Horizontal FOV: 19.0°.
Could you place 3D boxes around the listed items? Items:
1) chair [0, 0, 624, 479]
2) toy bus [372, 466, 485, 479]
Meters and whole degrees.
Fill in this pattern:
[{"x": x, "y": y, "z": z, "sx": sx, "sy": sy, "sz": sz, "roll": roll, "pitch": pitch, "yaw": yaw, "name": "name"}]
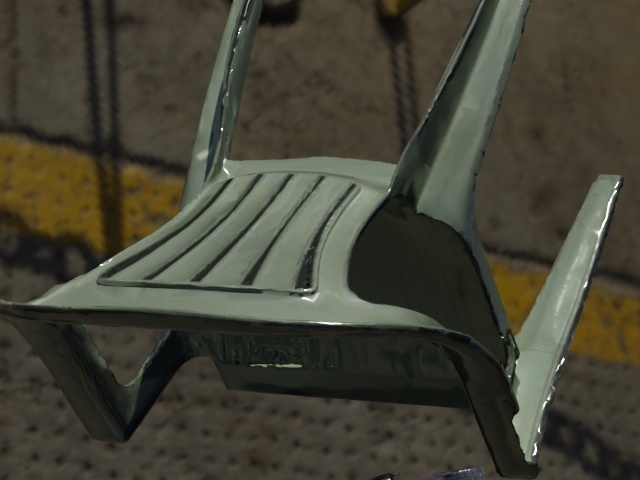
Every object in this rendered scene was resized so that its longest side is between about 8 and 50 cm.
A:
[{"x": 0.000, "y": 0.000, "z": 0.809, "sx": 0.275, "sy": 0.203, "sz": 0.191, "roll": -69, "pitch": 152, "yaw": -43, "name": "chair"}, {"x": 0.022, "y": 0.162, "z": 0.954, "sx": 0.178, "sy": 0.098, "sz": 0.087, "roll": 5, "pitch": 73, "yaw": -61, "name": "toy bus"}]
